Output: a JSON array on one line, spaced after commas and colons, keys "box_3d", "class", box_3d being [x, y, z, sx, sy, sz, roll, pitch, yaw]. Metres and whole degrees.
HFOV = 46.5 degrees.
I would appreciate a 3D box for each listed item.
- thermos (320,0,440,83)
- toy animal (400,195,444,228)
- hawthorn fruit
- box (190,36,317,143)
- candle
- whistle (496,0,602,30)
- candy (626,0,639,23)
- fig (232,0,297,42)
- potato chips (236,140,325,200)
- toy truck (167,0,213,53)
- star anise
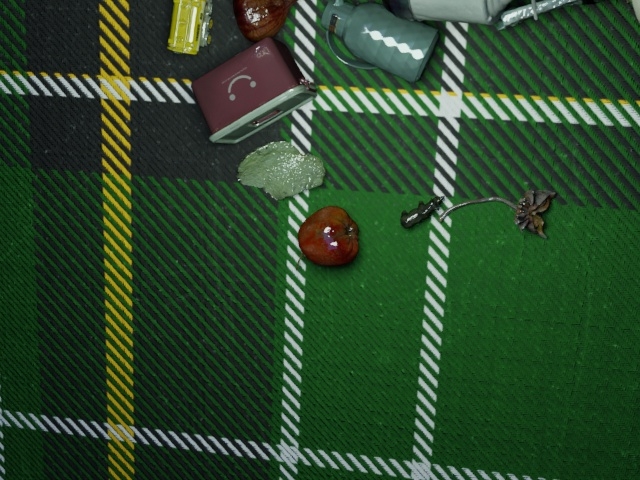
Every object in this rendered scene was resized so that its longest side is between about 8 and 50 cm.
[{"box_3d": [0.137, -0.497, 1.844, 0.287, 0.145, 0.182, 25, 139, 6], "class": "thermos"}, {"box_3d": [0.267, -0.077, 1.942, 0.136, 0.065, 0.047, -29, 96, 14], "class": "toy animal"}, {"box_3d": [0.000, 0.000, 1.977, 0.204, 0.163, 0.162, -16, 99, 32], "class": "hawthorn fruit"}, {"box_3d": [-0.174, -0.380, 1.898, 0.294, 0.193, 0.167, -27, 88, 15], "class": "box"}, {"box_3d": [0.308, -0.593, 1.650, 0.343, 0.221, 0.221, 12, 104, 26], "class": "candle"}, {"box_3d": [0.600, -0.604, 1.718, 0.188, 0.168, 0.404, 42, 110, 0], "class": "whistle"}, {"box_3d": [0.846, -0.631, 1.585, 0.386, 0.186, 0.426, 10, 98, -35], "class": "candy"}, {"box_3d": [-0.114, -0.581, 1.874, 0.201, 0.133, 0.146, -11, 109, 3], "class": "fig"}, {"box_3d": [-0.104, -0.181, 1.991, 0.228, 0.059, 0.167, 21, 111, 0], "class": "potato chips"}, {"box_3d": [-0.330, -0.591, 1.911, 0.098, 0.114, 0.226, 13, 104, 7], "class": "toy truck"}, {"box_3d": [0.462, -0.074, 1.933, 0.227, 0.218, 0.148, 26, 147, 44], "class": "star anise"}]
